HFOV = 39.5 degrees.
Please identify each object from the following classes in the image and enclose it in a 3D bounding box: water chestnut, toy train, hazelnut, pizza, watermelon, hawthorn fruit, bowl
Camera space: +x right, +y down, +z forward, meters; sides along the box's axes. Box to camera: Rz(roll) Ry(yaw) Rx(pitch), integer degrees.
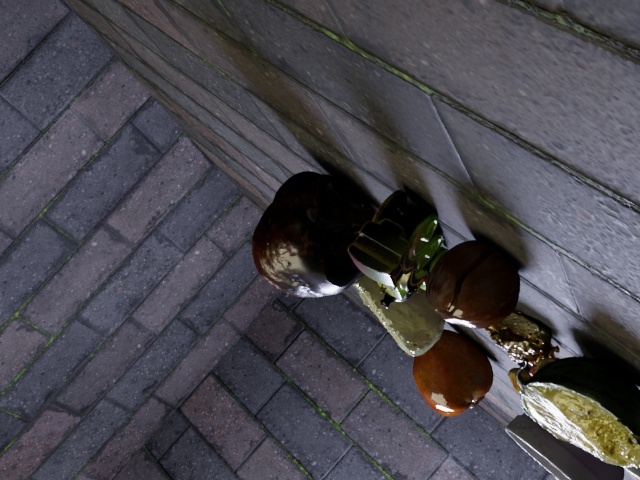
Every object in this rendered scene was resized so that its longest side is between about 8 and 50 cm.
[{"bbox_3d":[0.000,0.000,1.862,0.244,0.289,0.289,31,169,39],"label":"water chestnut"},{"bbox_3d":[0.140,0.026,1.552,0.100,0.161,0.296,33,172,22],"label":"toy train"},{"bbox_3d":[0.232,0.072,1.378,0.143,0.143,0.154,45,175,-29],"label":"hazelnut"},{"bbox_3d":[0.370,0.187,1.624,0.154,0.069,0.194,42,175,2],"label":"pizza"},{"bbox_3d":[0.428,0.255,1.414,0.232,0.127,0.204,32,157,22],"label":"watermelon"},{"bbox_3d":[0.336,0.340,2.417,0.262,0.210,0.210,48,177,22],"label":"hawthorn fruit"},{"bbox_3d":[0.576,0.474,2.033,0.287,0.144,0.287,42,174,5],"label":"bowl"}]

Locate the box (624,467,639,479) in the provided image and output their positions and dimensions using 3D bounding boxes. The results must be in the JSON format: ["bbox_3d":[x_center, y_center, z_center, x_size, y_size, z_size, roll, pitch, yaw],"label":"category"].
[{"bbox_3d":[0.677,0.465,1.580,0.135,0.079,0.269,45,173,-28],"label":"box"}]

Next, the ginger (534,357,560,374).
[{"bbox_3d":[0.445,0.267,1.564,0.205,0.081,0.115,17,-139,-50],"label":"ginger"}]

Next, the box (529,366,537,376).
[{"bbox_3d":[0.518,0.324,1.767,0.229,0.050,0.123,38,172,41],"label":"box"}]

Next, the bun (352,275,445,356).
[{"bbox_3d":[0.196,0.143,2.099,0.259,0.152,0.259,54,177,4],"label":"bun"}]

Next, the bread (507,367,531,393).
[{"bbox_3d":[0.475,0.330,2.097,0.103,0.049,0.062,80,175,-83],"label":"bread"}]
